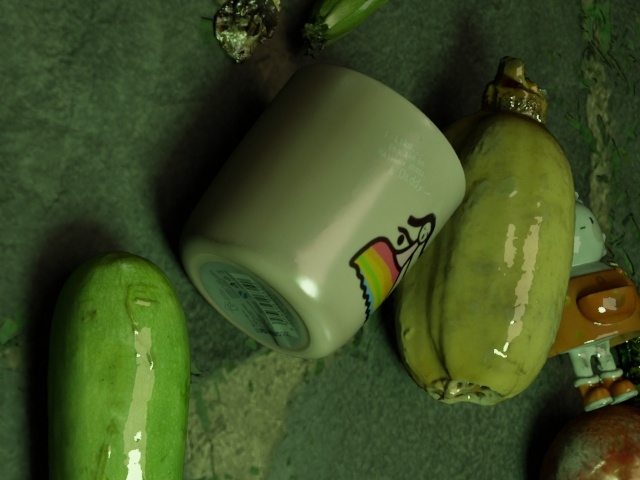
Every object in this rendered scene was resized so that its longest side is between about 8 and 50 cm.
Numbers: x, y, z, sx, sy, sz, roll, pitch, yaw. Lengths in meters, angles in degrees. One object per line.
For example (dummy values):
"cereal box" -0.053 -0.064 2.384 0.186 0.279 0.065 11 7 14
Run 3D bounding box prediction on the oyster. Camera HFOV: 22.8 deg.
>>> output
"oyster" -0.062 -0.203 1.457 0.083 0.019 0.054 -48 116 -30

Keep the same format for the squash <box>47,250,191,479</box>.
"squash" -0.166 0.194 1.295 0.118 0.118 0.370 2 88 -39

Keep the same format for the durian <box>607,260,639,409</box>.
"durian" 0.391 0.189 1.750 0.132 0.107 0.375 -26 109 -42

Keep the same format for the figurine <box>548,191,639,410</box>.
"figurine" 0.251 0.044 1.639 0.143 0.143 0.271 -4 56 -39

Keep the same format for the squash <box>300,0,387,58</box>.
"squash" 0.039 -0.236 1.520 0.183 0.052 0.052 -44 114 -30

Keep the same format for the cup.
"cup" 0.000 0.000 1.412 0.200 0.191 0.253 -53 151 -24

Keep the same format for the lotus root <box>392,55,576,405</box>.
"lotus root" 0.166 -0.008 1.534 0.151 0.169 0.342 20 76 -39

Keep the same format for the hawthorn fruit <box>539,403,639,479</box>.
"hawthorn fruit" 0.309 0.249 1.645 0.173 0.173 0.172 2 87 -39
